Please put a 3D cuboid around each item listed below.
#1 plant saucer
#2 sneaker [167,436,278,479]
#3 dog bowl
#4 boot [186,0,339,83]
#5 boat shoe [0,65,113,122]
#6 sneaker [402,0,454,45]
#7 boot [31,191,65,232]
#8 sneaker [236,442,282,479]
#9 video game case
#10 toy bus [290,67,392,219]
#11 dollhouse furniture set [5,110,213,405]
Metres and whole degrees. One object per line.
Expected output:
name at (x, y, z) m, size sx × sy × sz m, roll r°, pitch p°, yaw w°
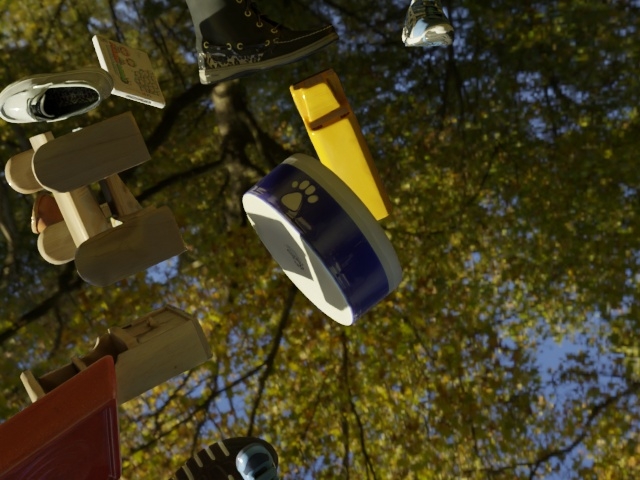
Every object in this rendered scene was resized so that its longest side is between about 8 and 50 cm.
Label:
plant saucer at (-0.357, 0.305, 1.014) m, size 0.047 × 0.259 × 0.258 m, roll 35°, pitch -132°, yaw 25°
sneaker at (-0.188, 0.432, 1.272) m, size 0.281 × 0.163 × 0.106 m, roll -26°, pitch -129°, yaw -11°
dog bowl at (0.000, 0.000, 1.214) m, size 0.104 × 0.265 × 0.265 m, roll -39°, pitch -139°, yaw -14°
boot at (-0.102, -0.349, 1.197) m, size 0.236 × 0.179 × 0.085 m, roll -10°, pitch -165°, yaw 21°
boat shoe at (-0.481, -0.251, 1.385) m, size 0.227 × 0.079 × 0.081 m, roll -12°, pitch -148°, yaw 11°
sneaker at (0.185, -0.386, 1.384) m, size 0.080 × 0.081 × 0.211 m, roll -2°, pitch -161°, yaw -8°
boot at (-0.609, -0.045, 2.026) m, size 0.220 × 0.283 × 0.109 m, roll 10°, pitch -100°, yaw 2°
sneaker at (-0.079, 0.359, 1.151) m, size 0.053 × 0.144 × 0.059 m, roll -30°, pitch -149°, yaw -19°
video game case at (-0.422, -0.373, 1.729) m, size 0.019 × 0.143 × 0.157 m, roll -38°, pitch -117°, yaw 29°
toy bus at (0.047, -0.197, 1.691) m, size 0.108 × 0.333 × 0.130 m, roll -23°, pitch -145°, yaw 5°
dollhouse furniture set at (-0.366, 0.042, 1.153) m, size 0.256 × 0.394 × 0.362 m, roll -26°, pitch -165°, yaw -24°
